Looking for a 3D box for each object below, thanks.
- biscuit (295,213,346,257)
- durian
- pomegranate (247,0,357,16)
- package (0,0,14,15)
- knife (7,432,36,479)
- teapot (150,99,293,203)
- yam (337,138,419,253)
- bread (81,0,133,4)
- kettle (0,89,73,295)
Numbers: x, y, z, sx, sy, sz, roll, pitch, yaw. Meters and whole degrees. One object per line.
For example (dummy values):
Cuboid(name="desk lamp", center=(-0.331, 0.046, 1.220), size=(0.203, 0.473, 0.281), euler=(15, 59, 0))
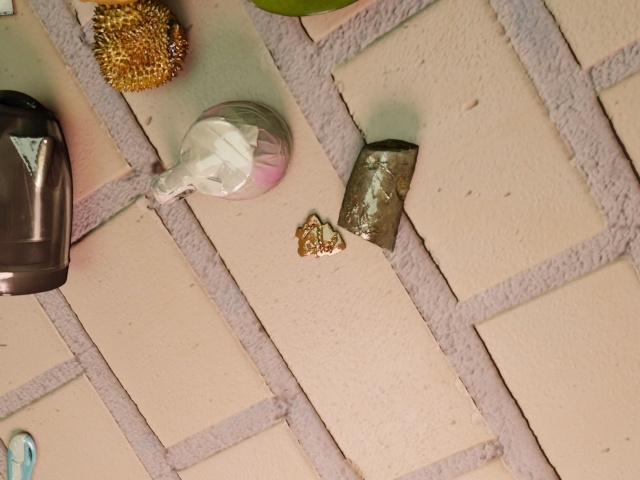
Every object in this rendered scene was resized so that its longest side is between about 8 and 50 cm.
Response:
Cuboid(name="biscuit", center=(0.000, 0.000, 1.060), size=(0.092, 0.016, 0.082), euler=(22, 106, 7))
Cuboid(name="durian", center=(-0.295, -0.324, 0.986), size=(0.168, 0.137, 0.158), euler=(-7, 122, 21))
Cuboid(name="pomegranate", center=(0.007, -0.408, 0.810), size=(0.310, 0.358, 0.216), euler=(-23, 128, 16))
Cuboid(name="package", center=(-0.672, -0.482, 1.061), size=(0.251, 0.062, 0.203), euler=(-4, 103, 8))
Cuboid(name="knife", center=(-0.636, 0.511, 1.297), size=(0.064, 0.031, 0.221), euler=(9, 105, 6))
Cuboid(name="teapot", center=(-0.169, -0.140, 0.976), size=(0.222, 0.178, 0.163), euler=(-1, 102, 13))
Cuboid(name="yam", center=(0.091, -0.076, 0.982), size=(0.107, 0.107, 0.183), euler=(18, 103, 7))
Cuboid(name="bread", center=(-0.301, -0.436, 0.890), size=(0.245, 0.134, 0.244), euler=(-4, 58, 6))
Cuboid(name="kettle", center=(-0.566, -0.103, 1.067), size=(0.321, 0.228, 0.324), euler=(19, 103, 39))
